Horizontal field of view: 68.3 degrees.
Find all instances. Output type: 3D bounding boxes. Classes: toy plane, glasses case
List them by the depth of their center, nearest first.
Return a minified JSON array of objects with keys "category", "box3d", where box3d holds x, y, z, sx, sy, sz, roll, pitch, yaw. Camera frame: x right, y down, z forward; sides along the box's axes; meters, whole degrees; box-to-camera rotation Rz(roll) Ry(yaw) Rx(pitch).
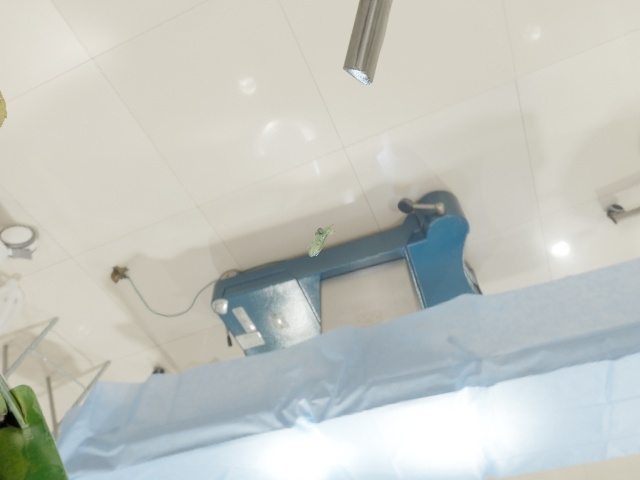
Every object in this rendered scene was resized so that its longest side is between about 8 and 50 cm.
[{"category":"glasses case","box3d":[0.095,-0.398,0.886,0.072,0.042,0.190,11,94,-55]},{"category":"toy plane","box3d":[-0.002,-0.002,0.997,0.033,0.083,0.080,38,161,0]}]

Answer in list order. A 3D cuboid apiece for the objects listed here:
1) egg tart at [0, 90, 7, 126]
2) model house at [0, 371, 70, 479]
[{"category":"egg tart","box3d":[-0.953,-0.329,1.184,0.107,0.290,0.291,-8,135,46]},{"category":"model house","box3d":[-0.535,0.202,0.545,0.300,0.340,0.323,-27,145,-28]}]
